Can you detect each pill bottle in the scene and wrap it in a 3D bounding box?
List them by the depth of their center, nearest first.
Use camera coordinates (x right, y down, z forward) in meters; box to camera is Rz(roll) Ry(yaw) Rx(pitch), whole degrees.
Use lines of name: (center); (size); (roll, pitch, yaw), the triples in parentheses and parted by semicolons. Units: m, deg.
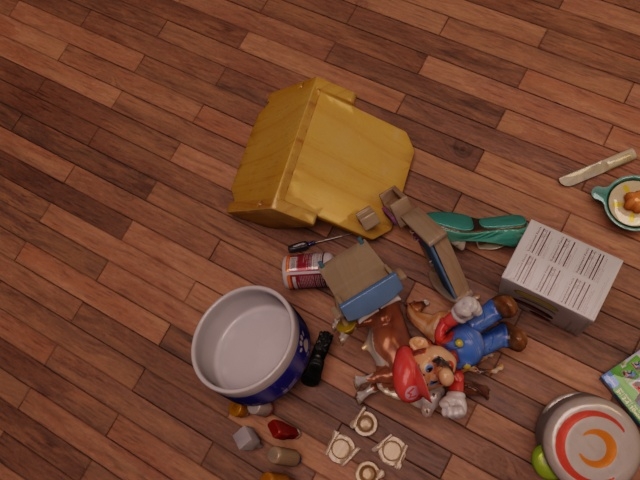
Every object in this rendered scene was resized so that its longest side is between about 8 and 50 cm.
pill bottle: (-0.012, 0.073, 1.693); (0.152, 0.086, 0.086); (-4, 73, 10)

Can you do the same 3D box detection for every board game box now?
board game box: (0.737, 0.299, 1.494); (0.211, 0.039, 0.160); (-34, 64, -1)

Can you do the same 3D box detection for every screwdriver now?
screwdriver: (0.000, 0.000, 1.751); (0.169, 0.024, 0.025); (-17, 42, -1)

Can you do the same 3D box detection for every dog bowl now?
dog bowl: (-0.160, 0.243, 1.621); (0.264, 0.104, 0.265); (-12, 56, 19)

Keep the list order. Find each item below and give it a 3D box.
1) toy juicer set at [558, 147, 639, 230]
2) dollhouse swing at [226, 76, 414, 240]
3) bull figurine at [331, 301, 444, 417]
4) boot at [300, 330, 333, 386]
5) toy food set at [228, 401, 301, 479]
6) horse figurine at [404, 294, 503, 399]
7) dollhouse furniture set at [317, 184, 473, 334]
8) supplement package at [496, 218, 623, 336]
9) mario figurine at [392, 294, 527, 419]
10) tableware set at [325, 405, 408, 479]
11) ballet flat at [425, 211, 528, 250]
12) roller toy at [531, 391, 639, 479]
toy juicer set: (0.741, -0.109, 1.597); (0.209, 0.089, 0.329); (-42, 70, -3)
dollhouse swing: (0.004, -0.178, 1.781); (0.315, 0.305, 0.347); (-1, 68, 55)
bull figurine: (0.151, 0.267, 1.588); (0.188, 0.101, 0.310); (-17, 68, -7)
boot: (-0.006, 0.275, 1.640); (0.045, 0.121, 0.099); (19, 48, 2)
toy food set: (-0.115, 0.456, 1.610); (0.111, 0.104, 0.232); (-45, 52, 10)
horse figurine: (0.306, 0.238, 1.591); (0.174, 0.066, 0.263); (-13, 68, -1)
dollhouse furniture set: (0.137, 0.079, 1.599); (0.303, 0.198, 0.286); (-32, 34, -3)
supplement package: (0.513, 0.086, 1.526); (0.203, 0.194, 0.149); (27, 79, 18)
mario figurine: (0.297, 0.245, 1.457); (0.320, 0.170, 0.198); (-27, 71, -18)
tableware set: (0.104, 0.473, 1.583); (0.168, 0.020, 0.141); (39, 84, 20)
ballet flat: (0.359, -0.015, 1.642); (0.247, 0.087, 0.083); (2, 31, 4)
roller toy: (0.551, 0.414, 1.446); (0.209, 0.146, 0.191); (15, 86, 9)
